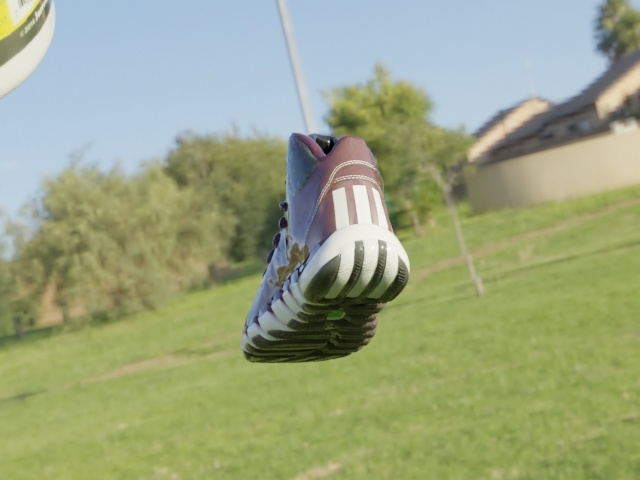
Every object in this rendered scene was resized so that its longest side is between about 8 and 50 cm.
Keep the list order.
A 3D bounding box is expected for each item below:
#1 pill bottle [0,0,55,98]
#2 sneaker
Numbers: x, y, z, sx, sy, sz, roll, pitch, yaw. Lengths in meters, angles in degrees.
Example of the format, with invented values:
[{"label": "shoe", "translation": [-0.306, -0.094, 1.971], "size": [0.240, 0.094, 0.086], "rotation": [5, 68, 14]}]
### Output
[{"label": "pill bottle", "translation": [-0.263, -0.235, 0.677], "size": [0.188, 0.188, 0.334], "rotation": [-13, -46, -9]}, {"label": "sneaker", "translation": [0.000, 0.000, 1.081], "size": [0.106, 0.162, 0.281], "rotation": [2, -23, -20]}]
